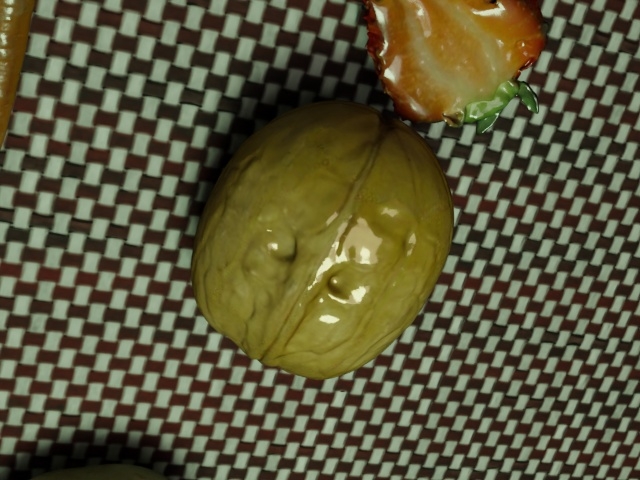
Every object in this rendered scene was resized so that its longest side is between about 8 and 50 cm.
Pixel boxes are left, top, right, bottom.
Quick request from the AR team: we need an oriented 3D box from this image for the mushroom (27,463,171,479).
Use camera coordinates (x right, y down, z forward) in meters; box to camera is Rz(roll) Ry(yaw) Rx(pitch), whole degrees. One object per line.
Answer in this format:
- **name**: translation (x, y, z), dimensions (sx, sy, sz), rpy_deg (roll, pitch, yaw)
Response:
- **mushroom**: translation (-0.187, 0.298, 0.960), dimensions (0.206, 0.209, 0.206), rpy_deg (-30, 140, -30)

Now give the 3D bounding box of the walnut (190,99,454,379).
- **walnut**: translation (0.000, 0.000, 0.875), dimensions (0.193, 0.193, 0.225), rpy_deg (29, 106, -30)

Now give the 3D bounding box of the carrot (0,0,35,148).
- **carrot**: translation (-0.230, -0.147, 0.797), dimensions (0.048, 0.048, 0.216), rpy_deg (1, 121, -20)

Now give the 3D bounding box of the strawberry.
- **strawberry**: translation (0.096, -0.164, 0.878), dimensions (0.192, 0.085, 0.140), rpy_deg (12, 113, -24)
